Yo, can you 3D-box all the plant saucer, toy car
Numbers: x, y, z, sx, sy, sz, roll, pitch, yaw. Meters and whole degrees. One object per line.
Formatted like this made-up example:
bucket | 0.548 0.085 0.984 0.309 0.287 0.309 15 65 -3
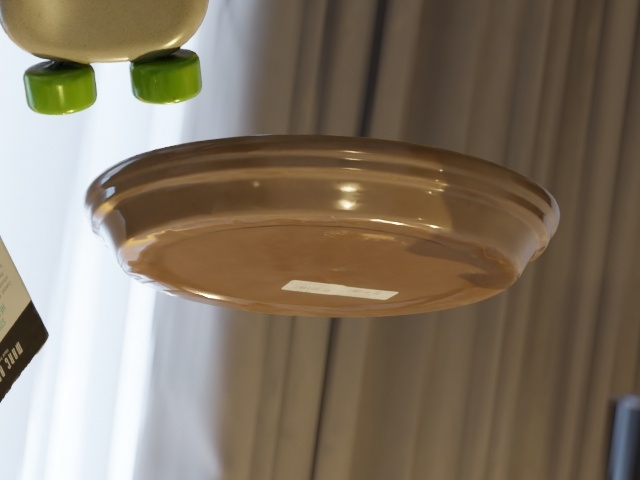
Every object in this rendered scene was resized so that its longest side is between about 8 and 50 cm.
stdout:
plant saucer | 0.000 0.000 1.056 0.277 0.041 0.278 1 165 0
toy car | -0.160 -0.195 1.322 0.148 0.155 0.188 -6 -158 -5

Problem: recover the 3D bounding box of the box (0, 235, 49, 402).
box | -0.236 -0.007 0.977 0.060 0.244 0.100 1 -141 28
